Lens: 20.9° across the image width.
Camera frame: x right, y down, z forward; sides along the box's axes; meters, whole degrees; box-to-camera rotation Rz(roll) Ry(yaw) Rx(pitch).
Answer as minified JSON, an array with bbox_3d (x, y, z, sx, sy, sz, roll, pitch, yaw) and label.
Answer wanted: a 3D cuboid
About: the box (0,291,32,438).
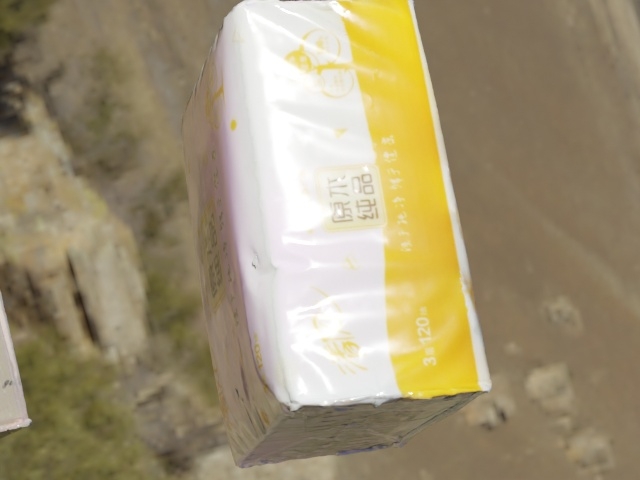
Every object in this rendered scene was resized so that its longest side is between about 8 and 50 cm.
[{"bbox_3d":[-0.367,0.065,1.152,0.190,0.297,0.225,-9,79,-45],"label":"box"}]

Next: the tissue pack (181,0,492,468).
[{"bbox_3d":[0.000,0.000,0.985,0.185,0.124,0.225,124,-41,-70],"label":"tissue pack"}]
